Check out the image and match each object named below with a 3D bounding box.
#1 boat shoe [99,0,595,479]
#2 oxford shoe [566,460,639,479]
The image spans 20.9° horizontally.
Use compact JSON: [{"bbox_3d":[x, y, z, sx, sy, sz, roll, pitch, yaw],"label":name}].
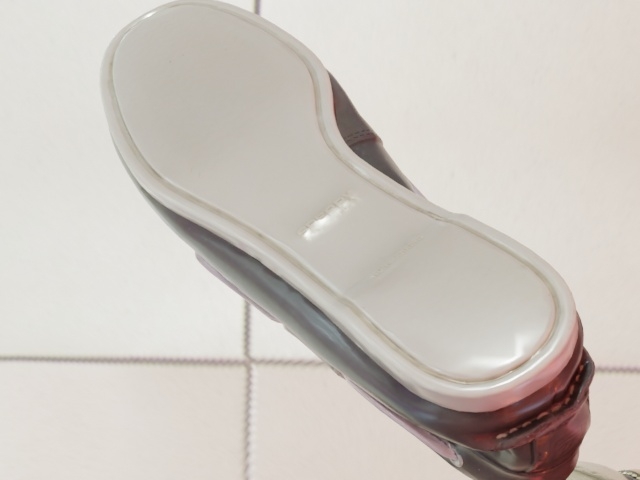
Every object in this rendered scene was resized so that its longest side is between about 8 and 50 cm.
[{"bbox_3d":[0.000,0.000,0.808,0.112,0.095,0.335,-33,47,-15],"label":"boat shoe"},{"bbox_3d":[0.164,0.204,0.854,0.130,0.348,0.123,14,98,-16],"label":"oxford shoe"}]
